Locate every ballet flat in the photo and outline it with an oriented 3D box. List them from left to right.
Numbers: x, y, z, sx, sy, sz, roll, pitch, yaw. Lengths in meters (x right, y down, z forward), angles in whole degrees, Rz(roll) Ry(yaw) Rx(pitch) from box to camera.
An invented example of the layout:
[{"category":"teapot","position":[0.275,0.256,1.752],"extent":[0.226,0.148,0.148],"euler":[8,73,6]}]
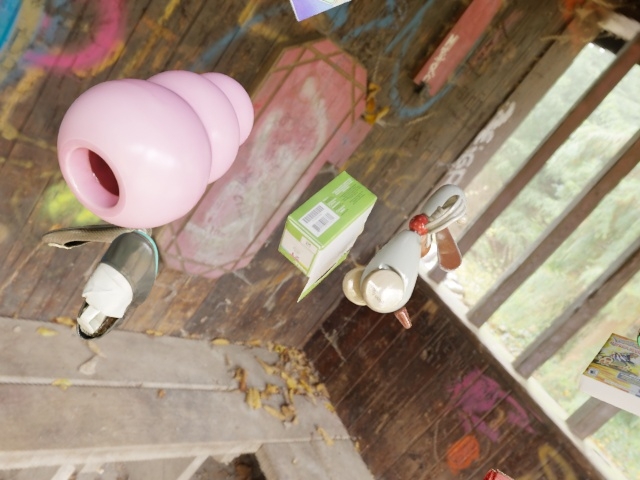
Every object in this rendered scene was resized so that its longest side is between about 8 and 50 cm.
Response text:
[{"category":"ballet flat","position":[-0.453,-0.004,1.078],"extent":[0.249,0.058,0.084],"euler":[-5,4,14]},{"category":"ballet flat","position":[-0.345,0.094,0.883],"extent":[0.095,0.280,0.096],"euler":[38,44,-2]}]

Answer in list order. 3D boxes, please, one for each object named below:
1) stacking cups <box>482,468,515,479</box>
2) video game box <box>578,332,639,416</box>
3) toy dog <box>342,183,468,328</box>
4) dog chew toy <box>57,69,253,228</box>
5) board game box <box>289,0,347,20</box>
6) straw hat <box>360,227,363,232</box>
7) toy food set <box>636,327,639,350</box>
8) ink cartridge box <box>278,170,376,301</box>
[{"category":"stacking cups","position":[0.360,0.430,0.717],"extent":[0.316,0.096,0.096],"euler":[28,12,21]},{"category":"video game box","position":[0.637,0.271,1.027],"extent":[0.205,0.048,0.187],"euler":[20,30,39]},{"category":"toy dog","position":[0.206,0.051,1.113],"extent":[0.161,0.333,0.220],"euler":[46,13,-11]},{"category":"dog chew toy","position":[-0.218,-0.159,0.800],"extent":[0.206,0.207,0.332],"euler":[38,42,2]},{"category":"board game box","position":[0.024,-0.389,0.502],"extent":[0.317,0.213,0.046],"euler":[61,10,-56]},{"category":"straw hat","position":[0.082,-0.087,1.466],"extent":[0.144,0.061,0.145],"euler":[18,51,-24]},{"category":"toy food set","position":[0.520,0.160,0.813],"extent":[0.083,0.020,0.083],"euler":[-8,67,-14]},{"category":"ink cartridge box","position":[0.000,0.000,1.171],"extent":[0.097,0.255,0.188],"euler":[41,57,12]}]
